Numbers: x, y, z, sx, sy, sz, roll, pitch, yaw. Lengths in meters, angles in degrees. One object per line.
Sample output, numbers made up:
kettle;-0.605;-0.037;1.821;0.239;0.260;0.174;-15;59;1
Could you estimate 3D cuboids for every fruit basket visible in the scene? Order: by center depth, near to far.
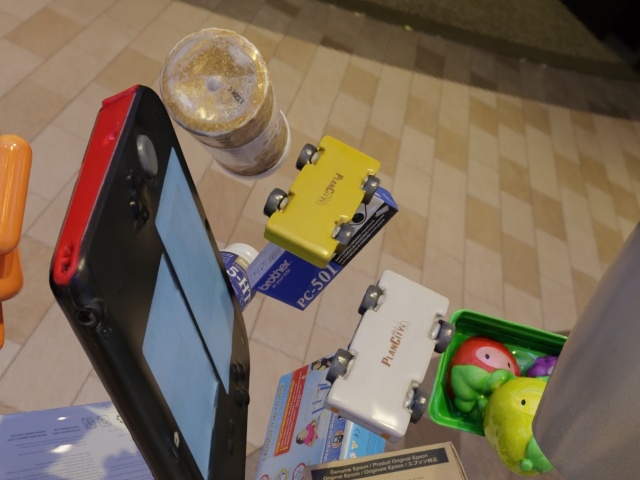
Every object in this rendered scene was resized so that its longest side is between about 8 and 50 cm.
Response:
fruit basket;0.414;0.315;1.570;0.391;0.283;0.392;15;-6;2

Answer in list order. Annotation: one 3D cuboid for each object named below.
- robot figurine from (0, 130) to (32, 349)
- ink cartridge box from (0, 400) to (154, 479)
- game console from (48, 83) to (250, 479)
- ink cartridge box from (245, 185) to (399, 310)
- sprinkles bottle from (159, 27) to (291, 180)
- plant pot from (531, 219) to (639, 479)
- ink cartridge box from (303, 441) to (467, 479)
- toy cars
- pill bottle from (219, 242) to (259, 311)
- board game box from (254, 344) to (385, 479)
robot figurine;-0.276;-0.022;0.533;0.128;0.158;0.220;-10;92;-34
ink cartridge box;-0.313;0.382;1.125;0.324;0.071;0.330;6;38;-51
game console;-0.137;0.075;0.752;0.060;0.387;0.342;-15;35;2
ink cartridge box;0.000;0.000;1.050;0.097;0.207;0.046;26;27;-34
sprinkles bottle;-0.108;-0.157;0.990;0.121;0.121;0.355;33;-2;3
plant pot;0.369;0.153;0.849;0.256;0.274;0.256;30;21;-13
ink cartridge box;0.085;0.373;0.994;0.193;0.235;0.088;-9;39;-5
toy cars;0.031;0.047;0.854;0.176;0.087;0.394;-4;52;-24
pill bottle;-0.170;0.080;1.351;0.112;0.112;0.187;32;30;1
board game box;0.004;0.380;1.523;0.086;0.302;0.308;31;51;-23
